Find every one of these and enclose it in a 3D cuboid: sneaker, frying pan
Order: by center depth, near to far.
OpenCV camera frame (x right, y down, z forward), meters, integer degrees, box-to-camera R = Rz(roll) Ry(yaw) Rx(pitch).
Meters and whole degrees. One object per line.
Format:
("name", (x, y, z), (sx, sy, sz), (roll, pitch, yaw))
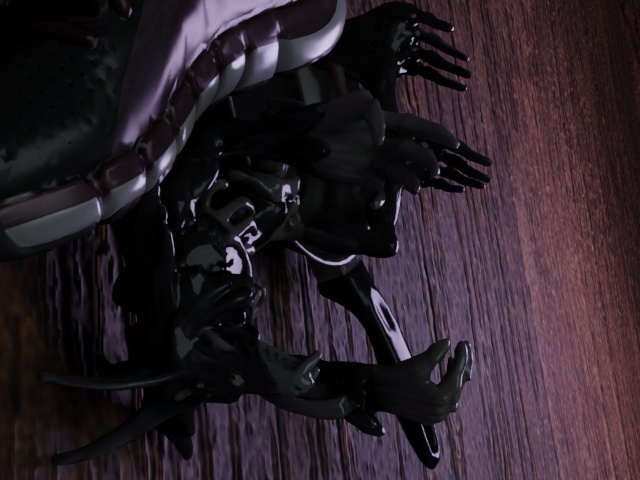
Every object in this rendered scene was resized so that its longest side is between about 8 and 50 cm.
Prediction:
("sneaker", (-0.079, -0.115, 0.404), (0.281, 0.106, 0.163), (-48, 145, -53))
("frying pan", (0.008, -0.033, 0.711), (0.197, 0.053, 0.326), (-74, 145, -46))

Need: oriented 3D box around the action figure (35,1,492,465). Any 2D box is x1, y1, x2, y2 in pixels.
("action figure", (0.000, 0.000, 0.512), (0.276, 0.141, 0.164), (-53, 146, -43))
